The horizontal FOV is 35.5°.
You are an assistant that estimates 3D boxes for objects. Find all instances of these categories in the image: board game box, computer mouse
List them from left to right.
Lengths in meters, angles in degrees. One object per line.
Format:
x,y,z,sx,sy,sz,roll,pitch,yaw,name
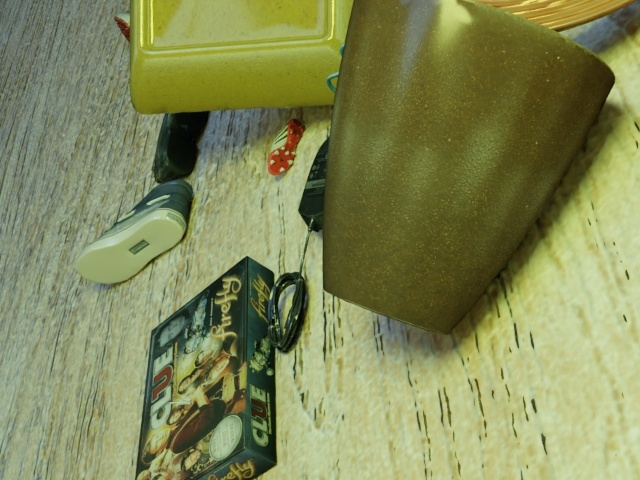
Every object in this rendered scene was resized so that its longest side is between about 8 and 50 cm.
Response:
-0.115,0.151,1.012,0.165,0.042,0.243,-37,35,28,board game box
0.000,0.000,1.013,0.071,0.041,0.242,0,67,52,computer mouse

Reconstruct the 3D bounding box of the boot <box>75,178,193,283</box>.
-0.244,-0.011,1.335,0.190,0.069,0.086,-24,35,29,boot

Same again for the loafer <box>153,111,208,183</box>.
-0.204,-0.155,1.416,0.061,0.062,0.170,-30,37,43,loafer

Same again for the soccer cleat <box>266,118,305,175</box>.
-0.045,-0.108,1.181,0.036,0.029,0.083,-23,40,55,soccer cleat

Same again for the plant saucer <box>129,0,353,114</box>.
-0.081,-0.315,1.101,0.333,0.081,0.332,0,90,20,plant saucer

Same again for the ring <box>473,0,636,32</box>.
0.192,-0.294,0.911,0.337,0.032,0.336,-11,51,15,ring

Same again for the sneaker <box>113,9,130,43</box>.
-0.285,-0.373,1.733,0.093,0.088,0.225,-41,27,-17,sneaker

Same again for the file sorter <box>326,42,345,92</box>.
0.096,-0.206,1.004,0.118,0.104,0.170,-7,56,52,file sorter

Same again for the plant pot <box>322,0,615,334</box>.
0.089,-0.051,0.793,0.215,0.215,0.230,20,90,58,plant pot
